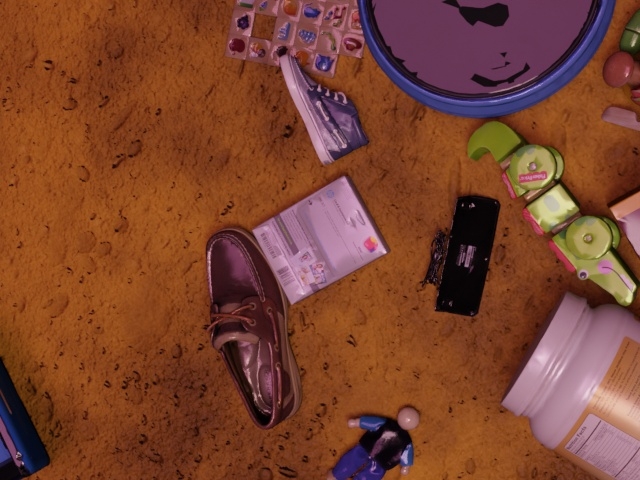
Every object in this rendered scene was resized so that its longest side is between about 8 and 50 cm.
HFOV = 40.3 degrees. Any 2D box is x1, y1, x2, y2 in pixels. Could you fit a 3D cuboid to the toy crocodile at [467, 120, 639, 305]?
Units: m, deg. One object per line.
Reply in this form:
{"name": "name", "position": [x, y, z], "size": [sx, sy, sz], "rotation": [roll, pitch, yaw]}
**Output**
{"name": "toy crocodile", "position": [0.349, -0.042, 1.291], "size": [0.105, 0.115, 0.340], "rotation": [-40, 80, 21]}

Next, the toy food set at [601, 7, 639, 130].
{"name": "toy food set", "position": [0.455, -0.256, 1.215], "size": [0.128, 0.071, 0.218], "rotation": [46, 123, 52]}

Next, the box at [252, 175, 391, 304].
{"name": "box", "position": [0.000, 0.000, 1.438], "size": [0.186, 0.038, 0.145], "rotation": [-30, 86, 18]}

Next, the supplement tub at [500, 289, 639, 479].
{"name": "supplement tub", "position": [0.437, 0.230, 1.223], "size": [0.316, 0.228, 0.228], "rotation": [31, 102, 13]}

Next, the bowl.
{"name": "bowl", "position": [0.241, -0.382, 1.310], "size": [0.391, 0.077, 0.391], "rotation": [1, 93, 16]}

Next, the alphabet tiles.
{"name": "alphabet tiles", "position": [-0.031, -0.379, 1.434], "size": [0.237, 0.009, 0.198], "rotation": [15, 98, 15]}

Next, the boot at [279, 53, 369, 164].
{"name": "boot", "position": [0.007, -0.224, 1.410], "size": [0.086, 0.069, 0.190], "rotation": [-23, 95, 10]}

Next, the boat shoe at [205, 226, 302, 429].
{"name": "boat shoe", "position": [-0.122, 0.145, 1.441], "size": [0.123, 0.123, 0.342], "rotation": [-13, 90, 17]}

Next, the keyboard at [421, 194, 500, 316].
{"name": "keyboard", "position": [0.218, 0.020, 1.384], "size": [0.100, 0.038, 0.192], "rotation": [10, 97, -8]}

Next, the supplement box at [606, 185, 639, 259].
{"name": "supplement box", "position": [0.504, 0.003, 1.205], "size": [0.129, 0.191, 0.194], "rotation": [-31, 84, 17]}

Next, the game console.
{"name": "game console", "position": [-0.639, 0.321, 1.593], "size": [0.173, 0.250, 0.293], "rotation": [-28, 86, -10]}

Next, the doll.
{"name": "doll", "position": [0.091, 0.342, 1.432], "size": [0.129, 0.046, 0.189], "rotation": [45, 105, 8]}
